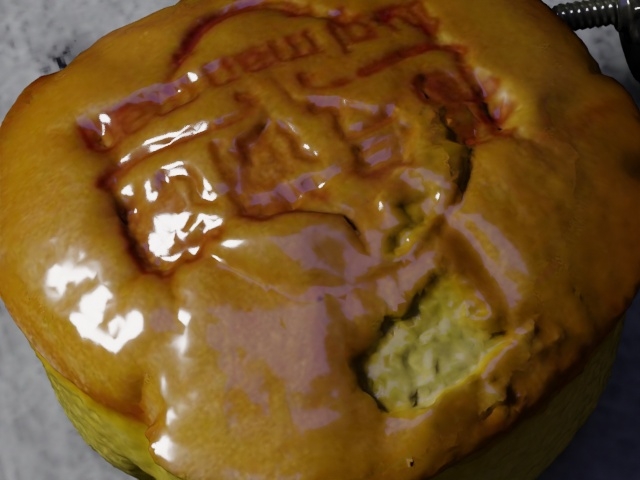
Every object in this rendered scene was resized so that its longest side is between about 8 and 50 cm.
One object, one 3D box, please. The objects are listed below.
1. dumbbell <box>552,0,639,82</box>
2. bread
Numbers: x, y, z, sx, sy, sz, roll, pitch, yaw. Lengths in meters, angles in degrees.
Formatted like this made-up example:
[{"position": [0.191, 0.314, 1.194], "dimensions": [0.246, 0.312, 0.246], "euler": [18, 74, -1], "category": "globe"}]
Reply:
[{"position": [0.210, -0.117, 0.874], "dimensions": [0.208, 0.099, 0.099], "euler": [-8, 57, -2], "category": "dumbbell"}, {"position": [0.000, 0.000, 0.785], "dimensions": [0.270, 0.148, 0.270], "euler": [-2, 57, 2], "category": "bread"}]
